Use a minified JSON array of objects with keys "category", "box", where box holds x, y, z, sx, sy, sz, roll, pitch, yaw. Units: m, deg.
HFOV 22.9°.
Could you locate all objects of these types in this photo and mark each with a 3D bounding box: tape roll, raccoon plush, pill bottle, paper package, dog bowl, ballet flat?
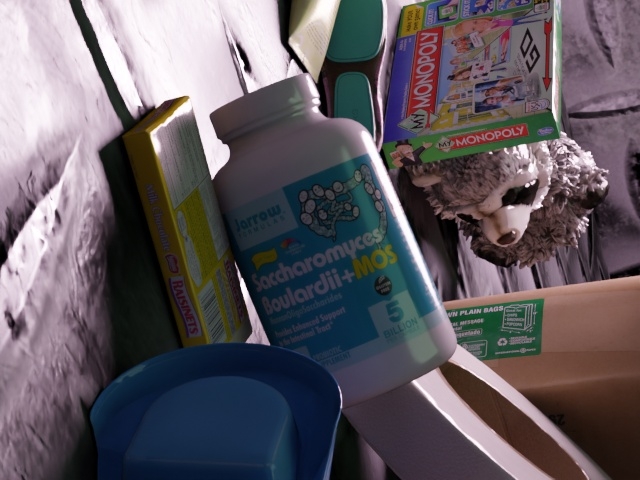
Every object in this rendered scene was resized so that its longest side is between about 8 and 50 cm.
[{"category":"tape roll","box":[0.163,0.202,1.513,0.392,0.072,0.392,39,9,-8]},{"category":"raccoon plush","box":[0.193,-0.152,2.153,0.299,0.216,0.446,37,15,-48]},{"category":"pill bottle","box":[0.000,0.000,1.307,0.264,0.146,0.146,66,17,0]},{"category":"paper package","box":[0.281,0.212,1.846,0.168,0.325,0.309,-78,153,-50]},{"category":"dog bowl","box":[-0.078,0.173,0.988,0.297,0.166,0.074,-70,158,-59]},{"category":"ballet flat","box":[0.035,-0.182,1.717,0.079,0.077,0.221,92,-4,-80]}]

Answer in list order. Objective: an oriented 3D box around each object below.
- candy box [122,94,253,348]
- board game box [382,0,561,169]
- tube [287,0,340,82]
[{"category":"candy box","box":[-0.100,0.000,1.224,0.105,0.027,0.206,-61,139,-68]},{"category":"board game box","box":[0.197,-0.219,2.003,0.317,0.213,0.046,-80,155,-49]},{"category":"tube","box":[0.001,-0.293,1.662,0.070,0.062,0.240,19,70,-26]}]
